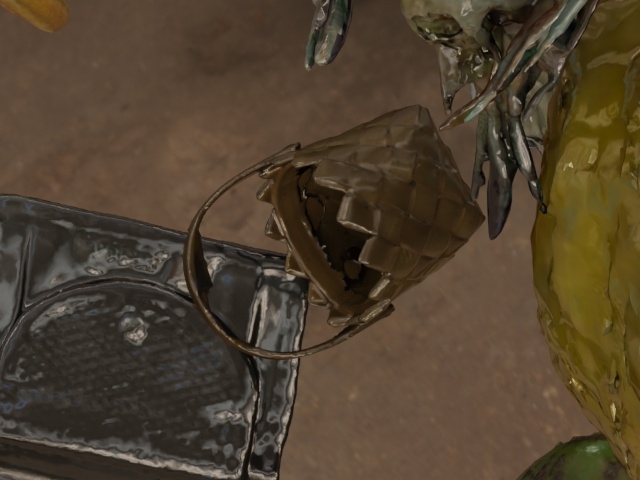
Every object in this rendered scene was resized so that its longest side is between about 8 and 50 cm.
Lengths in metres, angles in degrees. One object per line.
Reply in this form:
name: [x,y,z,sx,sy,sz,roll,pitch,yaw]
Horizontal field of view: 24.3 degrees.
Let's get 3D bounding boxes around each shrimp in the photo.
shrimp: [0.035,-0.152,0.560,0.172,0.372,0.137,19,34,25]

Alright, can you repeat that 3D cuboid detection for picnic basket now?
picnic basket: [0.000,0.000,0.941,0.178,0.138,0.128,-25,84,-20]

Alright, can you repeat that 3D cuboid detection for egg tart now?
egg tart: [0.213,-0.027,0.715,0.178,0.443,0.443,12,68,28]

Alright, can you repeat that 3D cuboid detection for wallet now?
wallet: [-0.139,0.142,1.058,0.247,0.041,0.323,12,106,8]

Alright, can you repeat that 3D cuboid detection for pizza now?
pizza: [-0.244,-0.205,1.129,0.131,0.178,0.041,37,91,12]

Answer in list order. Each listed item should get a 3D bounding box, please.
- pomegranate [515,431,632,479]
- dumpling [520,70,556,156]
pomegranate: [0.237,0.239,1.224,0.211,0.211,0.263,-21,35,11]
dumpling: [0.302,-0.119,1.335,0.293,0.204,0.163,21,45,13]
